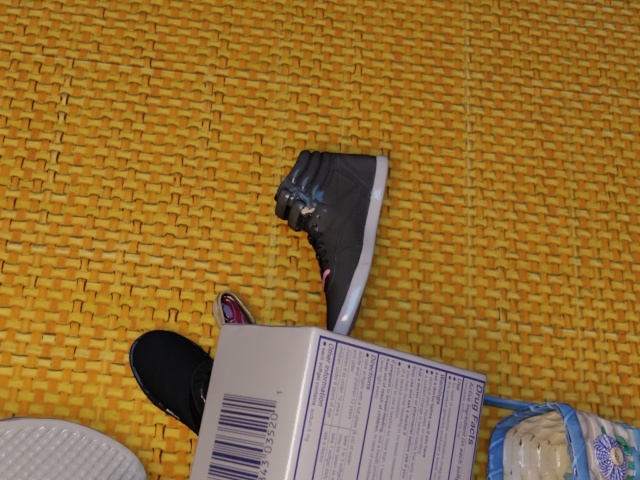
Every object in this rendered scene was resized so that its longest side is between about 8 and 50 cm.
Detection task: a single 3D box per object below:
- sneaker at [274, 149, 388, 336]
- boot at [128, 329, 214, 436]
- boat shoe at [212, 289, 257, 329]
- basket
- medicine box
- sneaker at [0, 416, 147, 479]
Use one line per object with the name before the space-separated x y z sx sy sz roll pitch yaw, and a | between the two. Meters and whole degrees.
sneaker | 0.000 0.000 1.442 0.147 0.104 0.295 11 59 -2
boot | -0.137 0.175 1.280 0.094 0.207 0.246 -38 76 -21
boat shoe | -0.102 0.126 1.396 0.050 0.045 0.135 -28 73 -19
basket | 0.251 0.307 1.283 0.289 0.201 0.254 4 66 -18
medicine box | 0.021 0.243 1.127 0.289 0.149 0.263 20 76 -42
sneaker | -0.365 0.264 1.224 0.321 0.127 0.126 17 66 -24
